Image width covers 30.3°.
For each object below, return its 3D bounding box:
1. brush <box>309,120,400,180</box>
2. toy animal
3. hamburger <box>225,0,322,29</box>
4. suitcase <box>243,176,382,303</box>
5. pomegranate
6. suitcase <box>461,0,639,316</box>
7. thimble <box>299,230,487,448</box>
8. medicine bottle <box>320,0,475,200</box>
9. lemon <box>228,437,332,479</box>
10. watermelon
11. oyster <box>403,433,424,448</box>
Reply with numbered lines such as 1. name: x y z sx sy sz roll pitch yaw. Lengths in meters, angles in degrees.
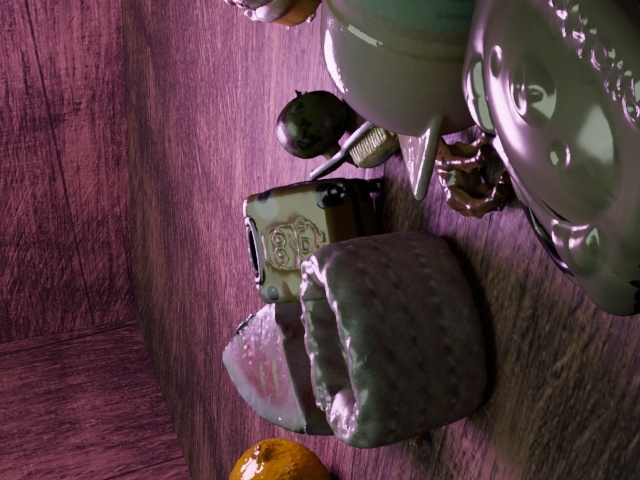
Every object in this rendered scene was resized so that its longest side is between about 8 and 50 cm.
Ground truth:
1. brush: 0.061 -0.127 1.774 0.060 0.068 0.297 64 154 5
2. toy animal: 0.169 -0.113 1.500 0.275 0.054 0.149 -138 43 -64
3. hamburger: -0.091 -0.452 1.675 0.276 0.237 0.276 -39 42 48
4. suitcase: 0.000 0.000 1.871 0.235 0.143 0.193 -6 94 41
5. pomegranate: -0.001 -0.172 1.911 0.161 0.122 0.122 50 163 -6
6. suitcase: 0.251 -0.103 1.020 0.339 0.194 0.351 96 156 -49
7. thimble: 0.095 0.141 1.644 0.291 0.195 0.291 170 90 -77
8. medicine bottle: 0.120 -0.260 1.256 0.406 0.236 0.235 98 155 -45
9. lemon: -0.076 0.531 2.351 0.236 0.236 0.263 46 124 60
10. watermelon: -0.016 0.172 2.021 0.387 0.229 0.258 41 130 54
11. oyster: 0.121 0.243 1.852 0.105 0.056 0.177 95 158 -57
